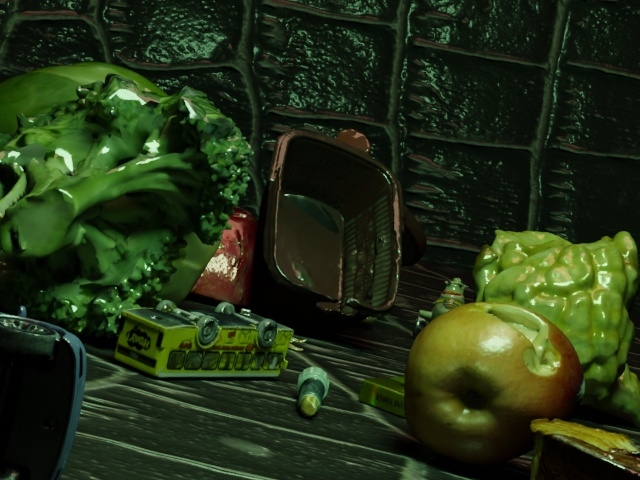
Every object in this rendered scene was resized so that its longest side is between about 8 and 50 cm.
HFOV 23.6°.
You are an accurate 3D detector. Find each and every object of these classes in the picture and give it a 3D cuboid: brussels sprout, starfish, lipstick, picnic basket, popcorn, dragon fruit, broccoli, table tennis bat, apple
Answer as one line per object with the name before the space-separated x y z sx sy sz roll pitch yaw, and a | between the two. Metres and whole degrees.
brussels sprout | -0.301 -0.066 1.968 0.371 0.315 0.276 23 20 -8
starfish | -0.062 0.129 2.020 0.092 0.016 0.086 22 10 38
lipstick | -0.011 0.166 1.645 0.037 0.037 0.116 15 9 1
picnic basket | 0.000 0.000 2.206 0.222 0.297 0.129 20 -41 -19
popcorn | 0.328 0.106 2.102 0.237 0.293 0.293 -3 -3 24
dragon fruit | -0.190 0.013 2.284 0.261 0.189 0.163 15 -27 50
broccoli | -0.242 -0.017 1.687 0.375 0.249 0.302 -17 31 9
table tennis bat | 0.056 -0.070 2.479 0.268 0.051 0.415 30 -17 12
apple | 0.170 0.146 1.570 0.199 0.199 0.199 15 5 -1

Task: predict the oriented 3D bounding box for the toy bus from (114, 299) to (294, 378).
toy bus | -0.123 0.111 1.688 0.081 0.074 0.226 17 6 34

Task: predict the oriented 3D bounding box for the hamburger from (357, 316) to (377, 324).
hamburger | 0.004 0.039 2.447 0.282 0.155 0.245 17 10 24

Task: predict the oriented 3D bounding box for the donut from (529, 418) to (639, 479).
donut | 0.262 0.229 1.434 0.141 0.085 0.217 14 4 -8

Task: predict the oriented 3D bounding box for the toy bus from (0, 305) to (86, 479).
toy bus | -0.304 0.090 1.100 0.292 0.126 0.133 14 5 8

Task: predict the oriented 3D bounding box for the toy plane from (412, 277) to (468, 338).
toy plane | 0.203 0.119 2.447 0.092 0.108 0.286 14 -8 6

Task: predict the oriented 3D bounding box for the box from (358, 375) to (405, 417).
box | 0.141 0.192 1.817 0.121 0.030 0.193 17 5 28
